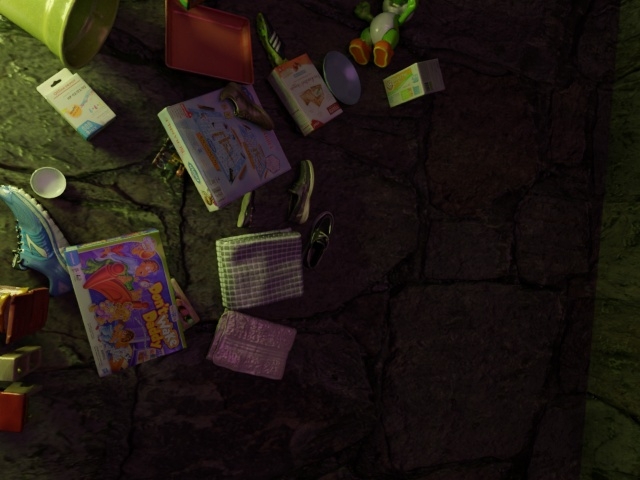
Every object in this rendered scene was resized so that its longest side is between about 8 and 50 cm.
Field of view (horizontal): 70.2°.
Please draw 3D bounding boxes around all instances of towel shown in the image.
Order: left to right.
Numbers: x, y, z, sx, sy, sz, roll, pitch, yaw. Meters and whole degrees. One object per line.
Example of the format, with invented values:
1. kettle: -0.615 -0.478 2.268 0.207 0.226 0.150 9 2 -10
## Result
1. towel: -0.223 0.348 1.522 0.282 0.049 0.187 21 84 -26
2. towel: -0.185 0.091 1.489 0.284 0.121 0.234 -10 97 -26

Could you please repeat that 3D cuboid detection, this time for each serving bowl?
1. serving bowl: -0.744 -0.158 1.248 0.083 0.027 0.083 -2 94 -27

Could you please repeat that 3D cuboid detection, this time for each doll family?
1. doll family: -0.420 -0.265 1.381 0.111 0.076 0.192 31 76 -20

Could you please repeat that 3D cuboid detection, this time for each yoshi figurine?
1. yoshi figurine: 0.243 -0.814 1.625 0.204 0.203 0.362 33 75 -17

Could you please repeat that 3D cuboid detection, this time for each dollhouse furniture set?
1. dollhouse furniture set: -0.823 0.289 1.128 0.202 0.152 0.373 7 93 -2

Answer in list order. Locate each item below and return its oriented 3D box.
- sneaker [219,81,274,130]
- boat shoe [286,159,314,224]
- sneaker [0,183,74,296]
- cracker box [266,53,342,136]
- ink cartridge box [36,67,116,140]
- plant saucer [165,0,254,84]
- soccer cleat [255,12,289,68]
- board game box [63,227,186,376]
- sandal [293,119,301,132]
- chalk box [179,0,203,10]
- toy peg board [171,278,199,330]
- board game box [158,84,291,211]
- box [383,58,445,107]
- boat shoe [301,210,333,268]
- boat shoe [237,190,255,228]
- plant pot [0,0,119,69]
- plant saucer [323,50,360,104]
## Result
1. sneaker: -0.226 -0.392 1.393 0.188 0.066 0.071 42 76 -22
2. boat shoe: -0.073 -0.166 1.555 0.074 0.080 0.223 3 95 -32
3. sneaker: -0.752 0.007 1.196 0.147 0.130 0.329 -33 106 -24
4. cracker box: -0.050 -0.487 1.527 0.156 0.067 0.232 -41 102 -33
5. ink cartridge box: -0.672 -0.380 1.254 0.104 0.062 0.181 -47 110 -17
6. plant saucer: -0.339 -0.591 1.381 0.259 0.048 0.258 4 69 -27
7. soccer cleat: -0.159 -0.660 1.506 0.072 0.060 0.178 -33 113 -31
8. board game box: -0.524 0.162 1.240 0.234 0.078 0.346 -16 104 -27
9. sandal: -0.070 -0.450 1.571 0.067 0.040 0.179 2 77 -32
10. chalk box: -0.400 -0.857 1.290 0.179 0.180 0.289 -43 96 -18
11. toy peg board: -0.468 0.226 1.376 0.161 0.079 0.160 -33 106 -22
12. board game box: -0.281 -0.299 1.410 0.318 0.066 0.318 -36 108 -37
13. box: 0.339 -0.574 1.673 0.103 0.203 0.114 -21 100 -25
14. boat shoe: 0.000 0.000 1.604 0.078 0.070 0.219 25 81 -26
15. boat shoe: -0.236 -0.104 1.496 0.042 0.049 0.132 14 88 -32
16. plant pot: -0.693 -0.618 1.143 0.254 0.276 0.276 27 80 -13
17. plant saucer: 0.067 -0.567 1.608 0.195 0.038 0.194 14 70 -43
